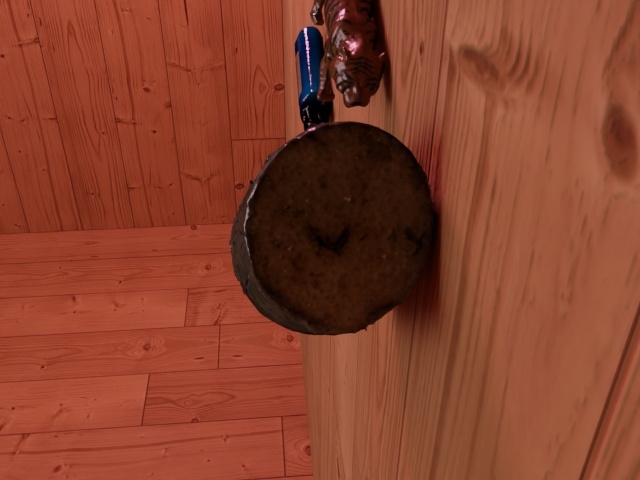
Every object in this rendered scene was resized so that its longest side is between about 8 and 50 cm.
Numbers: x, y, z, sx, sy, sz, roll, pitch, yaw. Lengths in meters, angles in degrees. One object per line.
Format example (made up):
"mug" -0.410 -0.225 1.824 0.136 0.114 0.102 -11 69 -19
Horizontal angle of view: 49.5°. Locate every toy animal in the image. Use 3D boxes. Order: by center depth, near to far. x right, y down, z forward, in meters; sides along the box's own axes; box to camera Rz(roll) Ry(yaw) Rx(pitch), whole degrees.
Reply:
"toy animal" 0.027 -0.213 0.656 0.099 0.057 0.241 112 158 -63

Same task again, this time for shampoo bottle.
"shampoo bottle" -0.012 -0.247 1.103 0.087 0.050 0.183 100 167 -58

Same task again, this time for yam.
"yam" 0.000 0.000 0.542 0.254 0.154 0.154 174 93 -82
